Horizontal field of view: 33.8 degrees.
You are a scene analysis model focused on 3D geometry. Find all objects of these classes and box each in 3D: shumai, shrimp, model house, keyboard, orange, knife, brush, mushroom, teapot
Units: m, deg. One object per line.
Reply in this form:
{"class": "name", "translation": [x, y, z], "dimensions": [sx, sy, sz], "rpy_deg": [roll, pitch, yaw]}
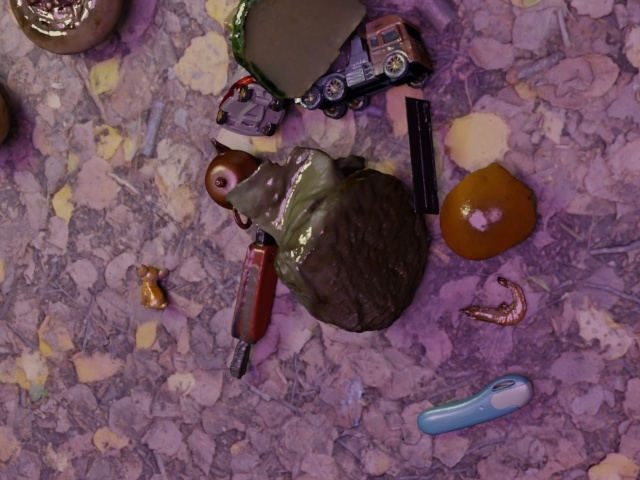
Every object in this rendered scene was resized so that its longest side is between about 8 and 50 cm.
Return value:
{"class": "shumai", "translation": [0.000, 0.000, 1.791], "dimensions": [0.288, 0.330, 0.292], "rpy_deg": [11, 64, 38]}
{"class": "shrimp", "translation": [0.292, 0.102, 1.791], "dimensions": [0.114, 0.023, 0.083], "rpy_deg": [3, 96, 15]}
{"class": "model house", "translation": [-0.079, -0.373, 1.729], "dimensions": [0.214, 0.195, 0.189], "rpy_deg": [-53, 41, 9]}
{"class": "keyboard", "translation": [0.170, -0.142, 1.760], "dimensions": [0.010, 0.064, 0.198], "rpy_deg": [-12, 79, 46]}
{"class": "orange", "translation": [0.273, -0.039, 1.736], "dimensions": [0.160, 0.112, 0.169], "rpy_deg": [12, 113, 19]}
{"class": "knife", "translation": [0.266, 0.287, 1.823], "dimensions": [0.222, 0.031, 0.064], "rpy_deg": [-25, 92, 26]}
{"class": "brush", "translation": [-0.117, 0.105, 1.926], "dimensions": [0.051, 0.070, 0.323], "rpy_deg": [18, 107, 19]}
{"class": "mushroom", "translation": [-0.471, -0.452, 1.920], "dimensions": [0.227, 0.178, 0.226], "rpy_deg": [8, 110, 22]}
{"class": "teapot", "translation": [-0.159, -0.102, 1.887], "dimensions": [0.116, 0.116, 0.173], "rpy_deg": [-15, 93, 22]}

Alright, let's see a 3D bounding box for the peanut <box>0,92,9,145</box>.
{"class": "peanut", "translation": [-0.764, -0.309, 2.046], "dimensions": [0.387, 0.192, 0.169], "rpy_deg": [46, 118, 9]}

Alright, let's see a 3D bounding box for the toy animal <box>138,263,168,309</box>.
{"class": "toy animal", "translation": [-0.316, 0.086, 2.005], "dimensions": [0.081, 0.060, 0.083], "rpy_deg": [22, 111, 58]}

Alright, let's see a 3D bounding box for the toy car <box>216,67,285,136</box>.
{"class": "toy car", "translation": [-0.116, -0.258, 1.847], "dimensions": [0.139, 0.112, 0.112], "rpy_deg": [134, 143, -53]}

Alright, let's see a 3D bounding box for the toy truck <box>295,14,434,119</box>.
{"class": "toy truck", "translation": [0.053, -0.301, 1.782], "dimensions": [0.257, 0.108, 0.140], "rpy_deg": [-18, 78, 25]}
